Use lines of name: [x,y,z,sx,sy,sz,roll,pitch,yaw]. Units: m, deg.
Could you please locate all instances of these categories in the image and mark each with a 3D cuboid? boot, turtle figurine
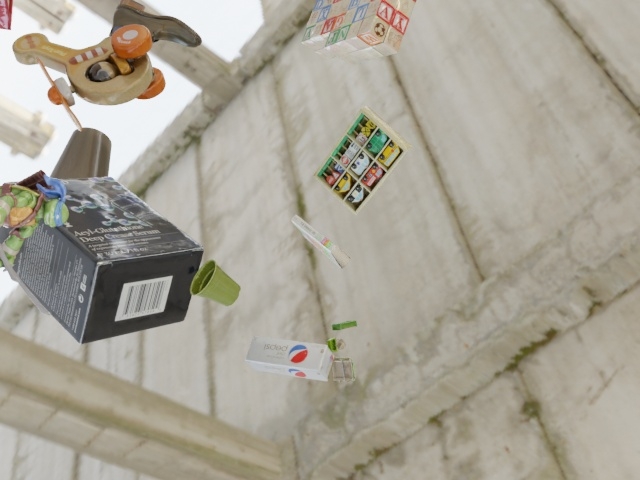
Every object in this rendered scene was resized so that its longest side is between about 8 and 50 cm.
boot: [-0.406,-0.497,1.958,0.082,0.219,0.106,125,-15,-62]
turtle figurine: [-0.618,-0.013,1.472,0.198,0.266,0.274,-33,136,-88]

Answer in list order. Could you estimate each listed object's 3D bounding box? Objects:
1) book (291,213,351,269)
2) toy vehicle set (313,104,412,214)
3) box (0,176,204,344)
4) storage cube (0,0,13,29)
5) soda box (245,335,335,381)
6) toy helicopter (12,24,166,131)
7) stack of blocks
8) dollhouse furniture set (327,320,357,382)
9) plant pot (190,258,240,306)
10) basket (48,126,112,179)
book: [0.000,0.000,1.913,0.035,0.096,0.144,-48,-124,-5]
toy vehicle set: [0.110,-0.213,2.168,0.035,0.166,0.267,-40,171,-50]
box: [-0.522,0.029,1.879,0.395,0.293,0.212,33,-63,32]
storage cube: [-0.612,-0.481,1.326,0.184,0.193,0.215,147,-55,-69]
soda box: [-0.077,0.301,2.045,0.216,0.069,0.074,3,-122,26]
toy helicopter: [-0.521,-0.360,1.695,0.355,0.140,0.235,21,-124,23]
stack of blocks: [0.080,-0.500,1.848,0.297,0.087,0.171,2,-112,56]
dollhouse furniture set: [0.066,0.283,2.047,0.076,0.059,0.151,-11,-94,47]
plant pot: [-0.205,0.093,1.616,0.083,0.079,0.083,-39,-148,30]
basket: [-0.735,-0.225,2.481,0.204,0.154,0.227,-5,-126,14]
